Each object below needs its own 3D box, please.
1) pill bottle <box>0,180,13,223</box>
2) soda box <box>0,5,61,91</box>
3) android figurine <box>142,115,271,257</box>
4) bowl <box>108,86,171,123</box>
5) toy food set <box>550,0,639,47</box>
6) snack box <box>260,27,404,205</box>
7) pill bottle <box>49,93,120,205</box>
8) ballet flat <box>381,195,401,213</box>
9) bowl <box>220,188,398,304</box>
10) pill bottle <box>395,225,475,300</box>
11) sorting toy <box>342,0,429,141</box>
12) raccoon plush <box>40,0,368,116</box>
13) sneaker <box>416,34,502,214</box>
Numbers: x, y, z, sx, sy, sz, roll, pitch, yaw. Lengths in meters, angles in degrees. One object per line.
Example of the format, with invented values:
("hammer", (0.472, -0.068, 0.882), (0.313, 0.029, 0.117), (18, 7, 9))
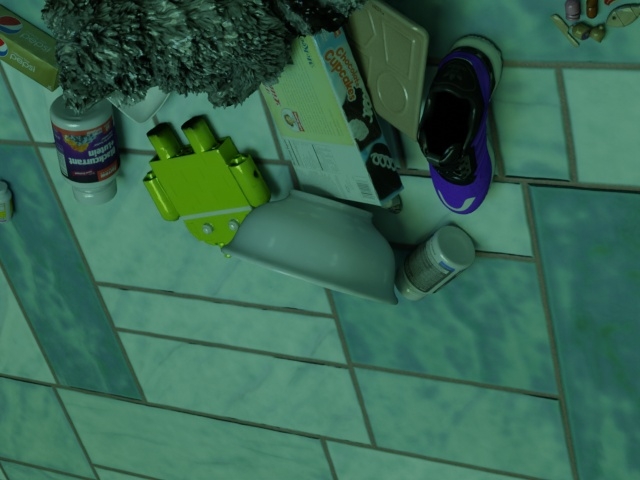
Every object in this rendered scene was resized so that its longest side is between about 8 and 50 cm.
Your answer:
("pill bottle", (-0.630, -0.076, 2.497), (0.043, 0.043, 0.083), (23, 136, 14))
("soda box", (-0.512, -0.333, 2.172), (0.181, 0.061, 0.058), (32, 137, 5))
("android figurine", (-0.192, -0.085, 2.194), (0.248, 0.056, 0.272), (-5, 122, 36))
("bowl", (-0.306, -0.278, 2.093), (0.142, 0.053, 0.142), (42, 139, -7))
("toy food set", (0.360, -0.297, 1.661), (0.078, 0.019, 0.122), (47, 137, -12))
("snack box", (-0.005, -0.208, 1.911), (0.187, 0.060, 0.322), (13, 135, 48))
("pill bottle", (-0.409, -0.159, 2.228), (0.108, 0.108, 0.193), (17, 135, 20))
("ballet flat", (0.093, -0.081, 2.020), (0.041, 0.041, 0.114), (-6, 124, 37))
("bowl", (0.000, 0.000, 2.039), (0.298, 0.298, 0.134), (17, 91, 20))
("pill bottle", (0.181, 0.040, 2.042), (0.078, 0.078, 0.137), (41, 138, -5))
("sorting toy", (0.087, -0.266, 1.819), (0.193, 0.038, 0.208), (41, 149, 34))
("raccoon plush", (-0.174, -0.319, 1.699), (0.446, 0.299, 0.216), (-33, 75, 48))
("sneaker", (0.186, -0.138, 1.825), (0.102, 0.146, 0.293), (15, 133, 20))
